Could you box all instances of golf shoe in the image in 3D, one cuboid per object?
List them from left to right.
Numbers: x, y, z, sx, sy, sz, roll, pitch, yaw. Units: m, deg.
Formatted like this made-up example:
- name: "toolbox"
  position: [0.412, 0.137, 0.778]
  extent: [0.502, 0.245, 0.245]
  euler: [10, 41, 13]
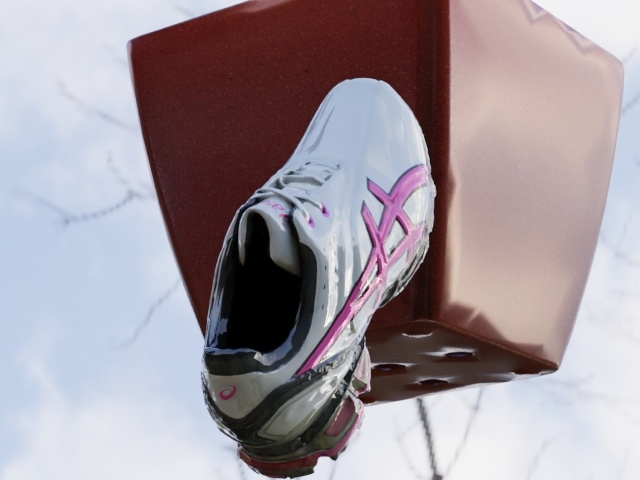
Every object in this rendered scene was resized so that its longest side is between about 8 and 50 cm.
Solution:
- name: "golf shoe"
  position: [0.000, 0.000, 0.817]
  extent: [0.067, 0.186, 0.086]
  euler: [2, -35, 22]

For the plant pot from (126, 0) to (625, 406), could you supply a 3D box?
- name: "plant pot"
  position: [0.046, -0.022, 1.391]
  extent: [0.267, 0.235, 0.267]
  euler: [-14, -22, 33]
